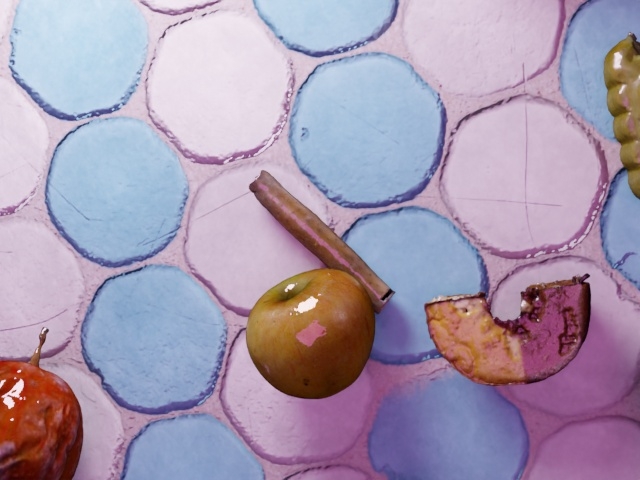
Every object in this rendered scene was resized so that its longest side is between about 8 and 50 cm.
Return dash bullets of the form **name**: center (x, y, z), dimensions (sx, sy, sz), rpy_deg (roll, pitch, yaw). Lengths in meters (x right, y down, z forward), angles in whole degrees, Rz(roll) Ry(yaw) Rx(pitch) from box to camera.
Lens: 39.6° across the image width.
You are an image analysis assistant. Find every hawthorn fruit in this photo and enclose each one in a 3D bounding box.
- **hawthorn fruit**: center (-0.439, 0.250, 1.262), dimensions (0.242, 0.242, 0.271), rpy_deg (16, 62, 8)

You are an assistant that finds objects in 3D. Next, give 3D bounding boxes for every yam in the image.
- **yam**: center (0.000, 0.000, 1.263), dimensions (0.264, 0.046, 0.046), rpy_deg (44, 98, 6)

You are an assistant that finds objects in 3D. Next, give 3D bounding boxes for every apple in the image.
- **apple**: center (-0.011, 0.130, 1.208), dimensions (0.182, 0.182, 0.155), rpy_deg (-23, 109, 9)

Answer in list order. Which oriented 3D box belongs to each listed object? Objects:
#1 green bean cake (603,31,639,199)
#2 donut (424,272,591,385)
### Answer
- **green bean cake**: center (0.500, -0.174, 1.137), dimensions (0.236, 0.124, 0.233), rpy_deg (-12, 89, 10)
- **donut**: center (0.255, 0.120, 1.205), dimensions (0.217, 0.085, 0.141), rpy_deg (-5, 91, 10)
